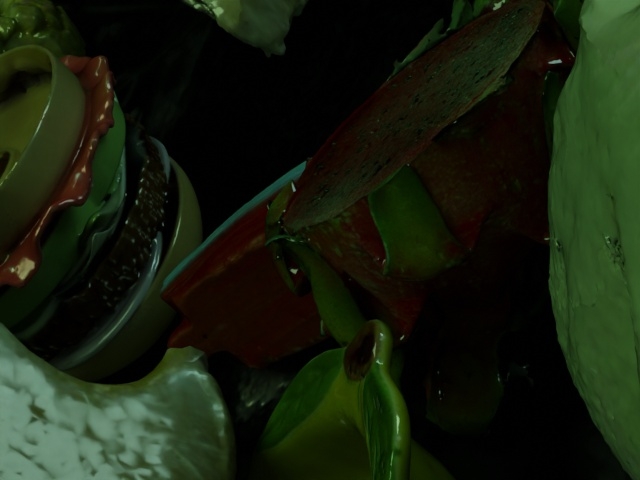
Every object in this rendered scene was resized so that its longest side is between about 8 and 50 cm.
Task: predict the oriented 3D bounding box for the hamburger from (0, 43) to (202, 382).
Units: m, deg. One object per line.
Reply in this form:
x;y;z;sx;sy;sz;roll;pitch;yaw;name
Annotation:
-0.135;-0.004;0.801;0.175;0.137;0.175;-31;39;29;hamburger

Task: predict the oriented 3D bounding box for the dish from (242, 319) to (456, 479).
0.016;0.134;0.531;0.149;0.080;0.208;27;97;67;dish

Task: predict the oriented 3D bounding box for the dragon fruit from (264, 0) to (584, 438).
0.046;-0.015;0.572;0.142;0.175;0.138;13;44;41;dragon fruit

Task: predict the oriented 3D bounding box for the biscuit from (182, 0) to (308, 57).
-0.066;-0.227;0.915;0.281;0.084;0.179;44;112;56;biscuit

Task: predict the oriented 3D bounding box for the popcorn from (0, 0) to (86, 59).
-0.205;-0.121;1.042;0.097;0.089;0.109;-31;38;19;popcorn

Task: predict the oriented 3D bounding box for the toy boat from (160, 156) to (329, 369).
0.000;0.000;0.684;0.173;0.069;0.059;-33;24;38;toy boat

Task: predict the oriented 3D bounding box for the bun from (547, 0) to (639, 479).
0.164;-0.037;0.394;0.283;0.179;0.283;-31;43;33;bun

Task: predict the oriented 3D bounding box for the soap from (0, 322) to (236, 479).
-0.129;0.205;0.561;0.281;0.143;0.259;-55;28;39;soap
